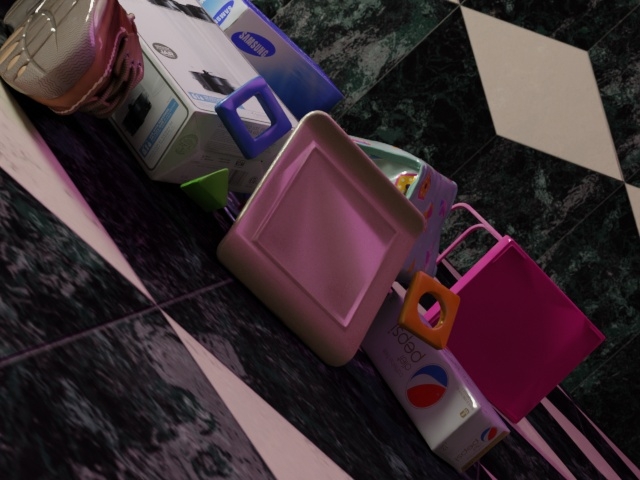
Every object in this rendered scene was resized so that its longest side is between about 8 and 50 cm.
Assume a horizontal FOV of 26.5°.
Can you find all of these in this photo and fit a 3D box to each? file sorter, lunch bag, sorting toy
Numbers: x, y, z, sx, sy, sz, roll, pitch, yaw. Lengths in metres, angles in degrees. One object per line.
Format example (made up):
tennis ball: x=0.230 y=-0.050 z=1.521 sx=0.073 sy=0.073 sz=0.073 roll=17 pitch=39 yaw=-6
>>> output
file sorter: x=0.269 y=0.108 z=2.175 sx=0.291 sy=0.202 sz=0.182 roll=42 pitch=6 yaw=-35
lunch bag: x=0.001 y=-0.044 z=1.549 sx=0.262 sy=0.160 sz=0.223 roll=14 pitch=-1 yaw=15
sorting toy: x=0.000 y=0.000 z=1.345 sx=0.347 sy=0.196 sz=0.047 roll=45 pitch=-31 yaw=-21

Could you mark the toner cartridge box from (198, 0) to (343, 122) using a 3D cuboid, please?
toner cartridge box: x=-0.106 y=-0.229 z=1.917 sx=0.075 sy=0.165 sz=0.348 roll=51 pitch=8 yaw=25

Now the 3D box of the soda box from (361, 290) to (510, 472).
soda box: x=0.120 y=0.155 z=1.516 sx=0.069 sy=0.074 sz=0.216 roll=41 pitch=9 yaw=-41

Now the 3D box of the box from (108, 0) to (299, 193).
box: x=-0.161 y=-0.178 z=1.419 sx=0.169 sy=0.087 sz=0.290 roll=7 pitch=36 yaw=-46

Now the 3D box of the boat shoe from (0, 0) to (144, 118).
boat shoe: x=-0.205 y=-0.171 z=1.202 sx=0.116 sy=0.123 sz=0.324 roll=47 pitch=8 yaw=-23
